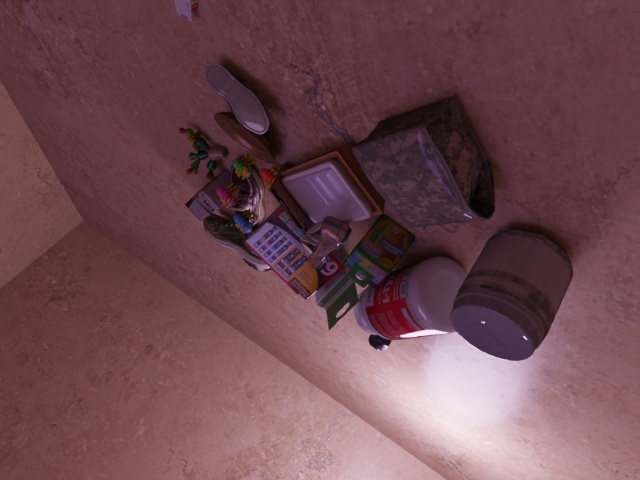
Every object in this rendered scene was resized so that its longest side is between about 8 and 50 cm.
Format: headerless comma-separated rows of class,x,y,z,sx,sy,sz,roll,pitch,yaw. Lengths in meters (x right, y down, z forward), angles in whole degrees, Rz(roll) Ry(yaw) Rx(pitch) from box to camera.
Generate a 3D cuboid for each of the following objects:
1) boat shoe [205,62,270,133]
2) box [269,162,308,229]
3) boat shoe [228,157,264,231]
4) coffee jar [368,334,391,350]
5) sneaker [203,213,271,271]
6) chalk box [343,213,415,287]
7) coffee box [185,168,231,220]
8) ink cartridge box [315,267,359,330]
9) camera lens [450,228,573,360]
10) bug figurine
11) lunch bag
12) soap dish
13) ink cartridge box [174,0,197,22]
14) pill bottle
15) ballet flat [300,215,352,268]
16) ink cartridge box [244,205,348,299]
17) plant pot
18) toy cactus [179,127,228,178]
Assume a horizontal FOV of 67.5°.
boat shoe,-0.234,-0.415,1.414,0.254,0.079,0.095,43,109,4
box,-0.089,-0.147,1.546,0.021,0.201,0.164,-28,113,23
boat shoe,-0.295,-0.160,1.824,0.123,0.123,0.341,29,149,18
coffee jar,0.255,0.325,1.804,0.079,0.184,0.096,36,152,7
sneaker,-0.331,-0.043,2.075,0.411,0.158,0.181,31,119,19
chalk box,0.168,0.048,1.483,0.132,0.213,0.132,37,151,4
coffee box,-0.440,-0.181,1.949,0.098,0.141,0.247,48,150,-14
ink cartridge box,0.055,0.191,1.747,0.056,0.235,0.171,34,112,-19
camera lens,0.468,0.125,1.174,0.220,0.274,0.219,29,150,19
bug figurine,-0.253,-0.165,1.650,0.216,0.072,0.278,39,108,17
lunch bag,0.258,-0.159,1.132,0.235,0.169,0.286,-5,124,52
soap dish,0.040,-0.160,1.436,0.229,0.118,0.291,51,149,-20
ink cartridge box,-0.367,-0.658,1.299,0.063,0.029,0.115,32,152,13
pill bottle,0.281,0.203,1.553,0.229,0.229,0.408,44,151,-9
ballet flat,0.000,0.000,1.513,0.106,0.107,0.316,27,151,-7
ink cartridge box,-0.103,0.049,1.742,0.272,0.130,0.309,-42,99,21
plant pot,-0.236,-0.335,1.538,0.236,0.032,0.236,36,171,6
toy cactus,-0.433,-0.322,1.790,0.181,0.112,0.218,2,119,30
